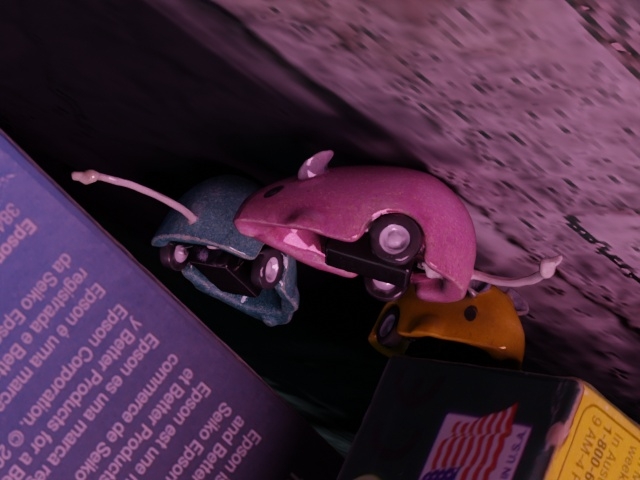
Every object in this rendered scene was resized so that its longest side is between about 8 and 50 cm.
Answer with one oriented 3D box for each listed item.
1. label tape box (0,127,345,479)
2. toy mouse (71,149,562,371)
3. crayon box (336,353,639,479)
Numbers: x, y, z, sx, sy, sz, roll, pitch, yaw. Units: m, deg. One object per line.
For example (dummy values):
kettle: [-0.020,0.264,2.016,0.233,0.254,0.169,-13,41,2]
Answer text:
label tape box: [-0.099,0.142,0.431,0.334,0.241,0.106,46,154,-15]
toy mouse: [0.000,0.000,0.386,0.143,0.031,0.161,25,162,-15]
crayon box: [0.106,0.198,0.428,0.318,0.202,0.081,38,158,-33]
